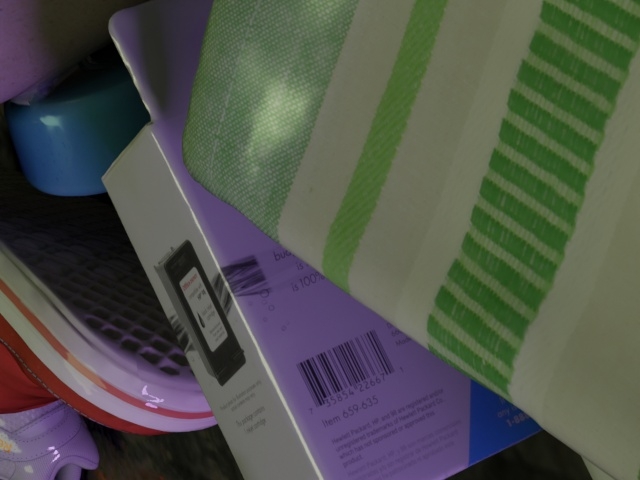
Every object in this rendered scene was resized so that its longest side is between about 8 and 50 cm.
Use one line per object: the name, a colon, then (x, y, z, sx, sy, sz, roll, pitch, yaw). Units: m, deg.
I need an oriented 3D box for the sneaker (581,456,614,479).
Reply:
sneaker: (0.114, 0.108, 0.552, 0.256, 0.094, 0.151, 61, 154, 15)

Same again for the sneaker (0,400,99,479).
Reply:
sneaker: (-0.197, 0.129, 1.104, 0.121, 0.099, 0.262, 58, 152, 9)

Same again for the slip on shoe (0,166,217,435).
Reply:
slip on shoe: (-0.124, 0.034, 0.862, 0.331, 0.123, 0.101, 23, 99, 59)

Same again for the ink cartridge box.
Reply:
ink cartridge box: (0.000, 0.000, 0.660, 0.180, 0.104, 0.060, 64, 153, 7)

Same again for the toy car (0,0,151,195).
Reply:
toy car: (-0.188, -0.132, 0.812, 0.238, 0.210, 0.219, 39, 149, 61)

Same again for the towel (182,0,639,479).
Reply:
towel: (0.085, -0.065, 0.446, 0.325, 0.038, 0.248, 36, 115, 45)
